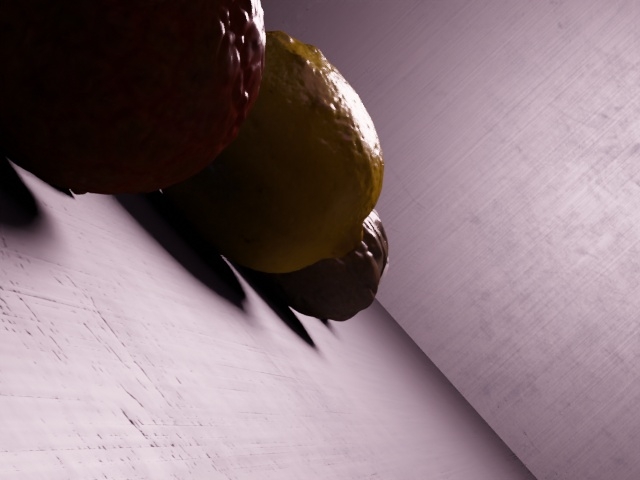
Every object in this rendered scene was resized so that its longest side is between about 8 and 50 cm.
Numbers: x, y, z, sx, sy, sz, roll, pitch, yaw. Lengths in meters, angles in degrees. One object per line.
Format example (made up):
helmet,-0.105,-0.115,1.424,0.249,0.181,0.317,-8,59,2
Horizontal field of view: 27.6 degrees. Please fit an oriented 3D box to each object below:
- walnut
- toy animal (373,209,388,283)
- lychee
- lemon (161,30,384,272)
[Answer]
walnut,-0.019,-0.002,1.687,0.230,0.178,0.178,37,5,-13
toy animal,0.003,-0.008,2.013,0.235,0.165,0.187,45,-14,-5
lychee,-0.162,-0.152,0.956,0.255,0.255,0.300,48,-31,9
lemon,-0.062,-0.100,1.485,0.284,0.261,0.260,28,4,-4
